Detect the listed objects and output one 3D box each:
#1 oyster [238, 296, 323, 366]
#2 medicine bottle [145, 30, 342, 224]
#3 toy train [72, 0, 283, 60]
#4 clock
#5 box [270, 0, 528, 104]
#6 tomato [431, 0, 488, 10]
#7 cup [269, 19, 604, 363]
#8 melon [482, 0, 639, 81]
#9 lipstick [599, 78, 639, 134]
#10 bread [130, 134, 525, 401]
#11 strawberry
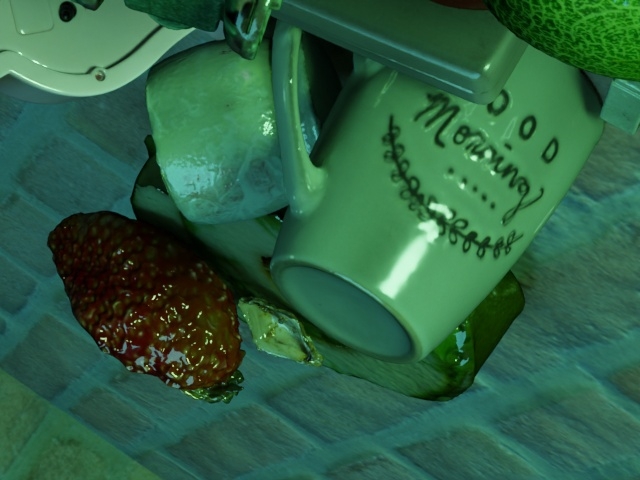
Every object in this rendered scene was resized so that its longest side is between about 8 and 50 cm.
[{"bbox_3d":[-0.037,0.082,1.847,0.051,0.034,0.093,-14,120,46],"label":"oyster"},{"bbox_3d":[-0.052,-0.094,1.604,0.143,0.147,0.147,-15,143,11],"label":"medicine bottle"},{"bbox_3d":[-0.065,-0.252,1.211,0.150,0.222,0.304,15,161,-3],"label":"toy train"},{"bbox_3d":[-0.191,-0.249,1.487,0.080,0.275,0.290,-5,101,63],"label":"clock"},{"bbox_3d":[0.033,-0.184,1.390,0.243,0.103,0.055,25,164,19],"label":"box"},{"bbox_3d":[0.079,-0.222,1.237,0.228,0.112,0.199,20,154,25],"label":"tomato"},{"bbox_3d":[0.049,-0.062,1.470,0.258,0.234,0.186,42,157,-19],"label":"cup"},{"bbox_3d":[0.170,-0.142,1.084,0.265,0.169,0.129,65,-170,-79],"label":"melon"},{"bbox_3d":[0.220,-0.117,1.375,0.030,0.030,0.129,29,159,10],"label":"lipstick"},{"bbox_3d":[0.000,0.000,1.830,0.382,0.129,0.366,30,162,9],"label":"bread"},{"bbox_3d":[-0.149,0.044,1.846,0.236,0.107,0.175,37,-159,0],"label":"strawberry"}]
